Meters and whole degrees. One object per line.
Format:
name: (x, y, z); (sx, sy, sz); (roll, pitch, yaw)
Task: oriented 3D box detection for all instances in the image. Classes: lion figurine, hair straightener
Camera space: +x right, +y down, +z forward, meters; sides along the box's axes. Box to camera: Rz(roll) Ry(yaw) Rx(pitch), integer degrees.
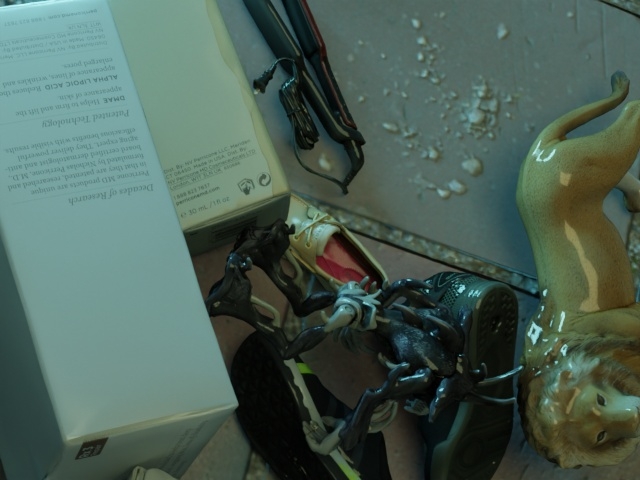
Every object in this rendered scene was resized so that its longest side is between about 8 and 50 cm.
lion figurine: (0.258, 0.022, 1.901); (0.240, 0.142, 0.392); (-5, 73, -32)
hair straightener: (-0.027, -0.147, 1.897); (0.089, 0.047, 0.230); (-22, 90, -24)

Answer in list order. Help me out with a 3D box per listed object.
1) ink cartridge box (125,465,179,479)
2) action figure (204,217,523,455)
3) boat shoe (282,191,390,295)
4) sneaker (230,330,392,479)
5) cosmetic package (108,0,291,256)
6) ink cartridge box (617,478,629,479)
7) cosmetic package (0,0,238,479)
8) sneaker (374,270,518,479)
ink cartridge box: (-0.134, 0.353, 1.604); (0.201, 0.117, 0.278); (29, 111, -12)
action figure: (0.032, 0.093, 1.730); (0.276, 0.141, 0.164); (28, 42, -3)
boat shoe: (0.000, 0.000, 1.856); (0.170, 0.059, 0.063); (39, 67, -8)
sneaker: (0.003, 0.182, 1.817); (0.097, 0.084, 0.234); (-28, 89, -49)
cosmetic package: (-0.132, -0.151, 1.770); (0.113, 0.160, 0.309); (-20, 83, -6)
ink cartridge box: (0.242, 0.354, 1.844); (0.219, 0.092, 0.160); (-39, 92, -25)
cosmetic package: (-0.217, 0.015, 1.652); (0.156, 0.217, 0.385); (-13, 73, -24)
sneaker: (0.114, 0.135, 1.860); (0.087, 0.130, 0.227); (-11, 111, -38)
